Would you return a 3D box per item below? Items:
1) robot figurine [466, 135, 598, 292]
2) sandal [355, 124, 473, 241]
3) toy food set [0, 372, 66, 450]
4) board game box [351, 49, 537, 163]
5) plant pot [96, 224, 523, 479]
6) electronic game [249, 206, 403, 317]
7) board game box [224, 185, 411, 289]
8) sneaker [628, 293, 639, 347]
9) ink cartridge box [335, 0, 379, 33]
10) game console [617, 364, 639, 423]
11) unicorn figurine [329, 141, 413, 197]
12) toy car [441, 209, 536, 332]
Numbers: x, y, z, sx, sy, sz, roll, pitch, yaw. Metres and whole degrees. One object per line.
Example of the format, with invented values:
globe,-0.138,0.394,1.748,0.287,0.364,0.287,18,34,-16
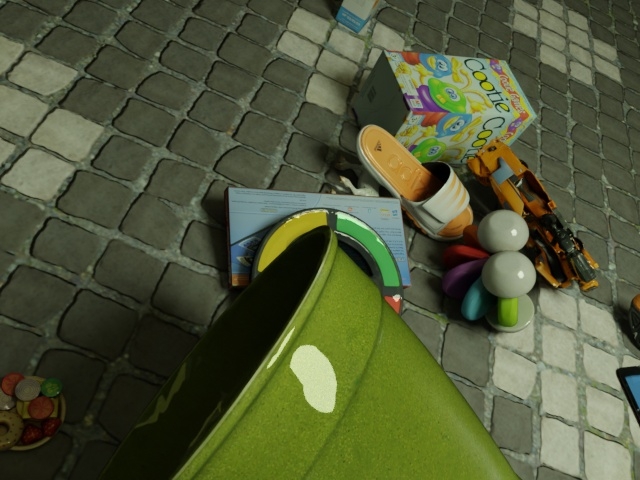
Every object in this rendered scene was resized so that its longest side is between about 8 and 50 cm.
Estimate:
robot figurine,0.364,-0.032,1.021,0.291,0.085,0.211,60,15,15
sandal,0.167,-0.090,0.963,0.265,0.076,0.102,37,67,-24
toy food set,-0.317,0.182,0.641,0.083,0.020,0.083,3,57,-22
board game box,0.222,-0.235,1.090,0.275,0.144,0.142,-5,61,-26
plant pot,0.018,0.239,0.575,0.353,0.366,0.367,41,50,-9
electronic game,0.013,0.064,0.826,0.229,0.048,0.230,8,70,-22
board game box,0.000,0.000,0.884,0.281,0.027,0.145,2,71,-23
sneaker,0.648,0.169,1.053,0.262,0.099,0.121,40,42,-4
ink cartridge box,0.107,-0.526,1.211,0.061,0.181,0.104,32,51,-1
game console,0.574,0.256,0.958,0.085,0.124,0.144,21,47,-45
unicorn figurine,0.078,-0.102,0.997,0.111,0.060,0.162,19,68,-12
toy car,0.256,0.051,0.929,0.136,0.159,0.182,-5,54,14
